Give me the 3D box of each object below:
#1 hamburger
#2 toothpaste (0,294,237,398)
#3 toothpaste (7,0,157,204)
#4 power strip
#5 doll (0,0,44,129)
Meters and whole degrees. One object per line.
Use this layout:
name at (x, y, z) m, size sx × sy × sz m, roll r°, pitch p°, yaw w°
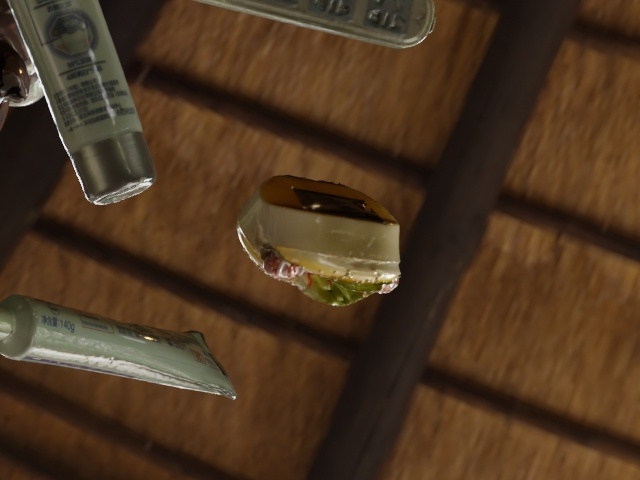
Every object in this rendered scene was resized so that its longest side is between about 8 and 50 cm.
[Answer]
hamburger at (0.000, 0.000, 2.143) m, size 0.210 × 0.173 × 0.116 m, roll 8°, pitch -66°, yaw -30°
toothpaste at (-0.164, 0.079, 1.356) m, size 0.069 × 0.047 × 0.268 m, roll 17°, pitch 1°, yaw 39°
toothpaste at (-0.141, -0.134, 0.887) m, size 0.039 × 0.062 × 0.239 m, roll 142°, pitch -72°, yaw -76°
power strip at (-0.013, -0.251, 1.758) m, size 0.286 × 0.080 × 0.048 m, roll 14°, pitch 5°, yaw -17°
doll at (-0.297, -0.128, 1.408) m, size 0.182 × 0.257 × 0.117 m, roll 1°, pitch -55°, yaw 23°
